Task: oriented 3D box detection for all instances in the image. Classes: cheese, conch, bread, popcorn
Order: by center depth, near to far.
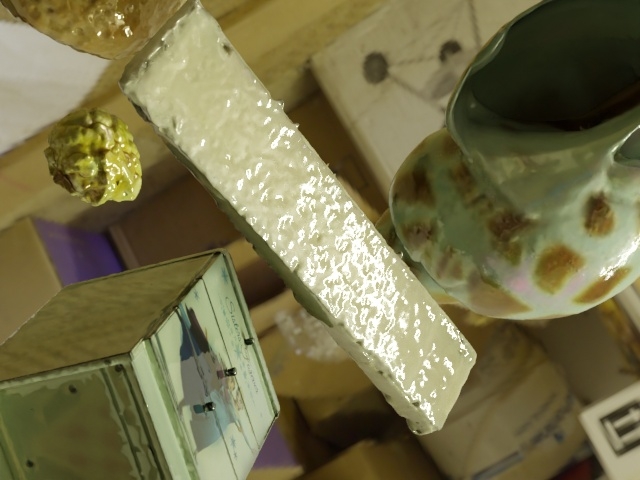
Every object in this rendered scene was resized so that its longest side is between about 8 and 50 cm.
[{"bbox_3d":[0.001,0.001,0.868,0.085,0.034,0.400,-54,127,-22],"label":"cheese"},{"bbox_3d":[0.177,-0.056,1.048,0.368,0.249,0.197,-30,-172,6],"label":"conch"},{"bbox_3d":[-0.218,-0.288,1.160,0.244,0.244,0.134,-8,147,-46],"label":"bread"},{"bbox_3d":[-0.266,-0.094,1.417,0.106,0.116,0.121,-9,164,15],"label":"popcorn"}]

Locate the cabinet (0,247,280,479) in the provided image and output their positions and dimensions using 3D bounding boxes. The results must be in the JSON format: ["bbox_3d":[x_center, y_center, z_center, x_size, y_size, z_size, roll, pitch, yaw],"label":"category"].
[{"bbox_3d":[-0.135,0.117,0.881,0.150,0.145,0.206,-13,-165,15],"label":"cabinet"}]
